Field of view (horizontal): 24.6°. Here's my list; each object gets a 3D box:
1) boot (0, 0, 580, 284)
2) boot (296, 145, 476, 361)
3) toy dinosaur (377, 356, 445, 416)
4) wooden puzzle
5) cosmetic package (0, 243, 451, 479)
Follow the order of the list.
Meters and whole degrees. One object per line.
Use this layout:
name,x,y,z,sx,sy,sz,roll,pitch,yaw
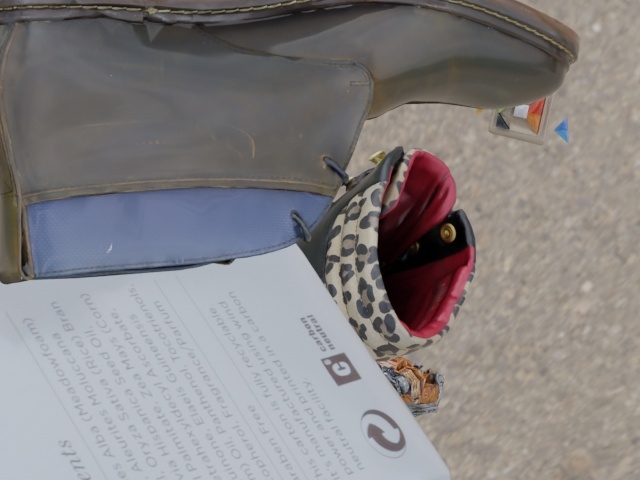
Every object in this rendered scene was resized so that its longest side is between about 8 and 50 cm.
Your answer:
boot,-0.011,-0.035,0.490,0.219,0.082,0.106,3,85,-23
boot,0.000,0.000,1.276,0.138,0.284,0.377,42,42,-24
toy dinosaur,0.021,0.170,1.817,0.218,0.322,0.164,23,84,38
wooden puzzle,0.229,-0.149,1.680,0.116,0.078,0.014,8,23,17
cosmetic package,-0.179,0.148,0.611,0.453,0.230,0.161,-12,61,-51
